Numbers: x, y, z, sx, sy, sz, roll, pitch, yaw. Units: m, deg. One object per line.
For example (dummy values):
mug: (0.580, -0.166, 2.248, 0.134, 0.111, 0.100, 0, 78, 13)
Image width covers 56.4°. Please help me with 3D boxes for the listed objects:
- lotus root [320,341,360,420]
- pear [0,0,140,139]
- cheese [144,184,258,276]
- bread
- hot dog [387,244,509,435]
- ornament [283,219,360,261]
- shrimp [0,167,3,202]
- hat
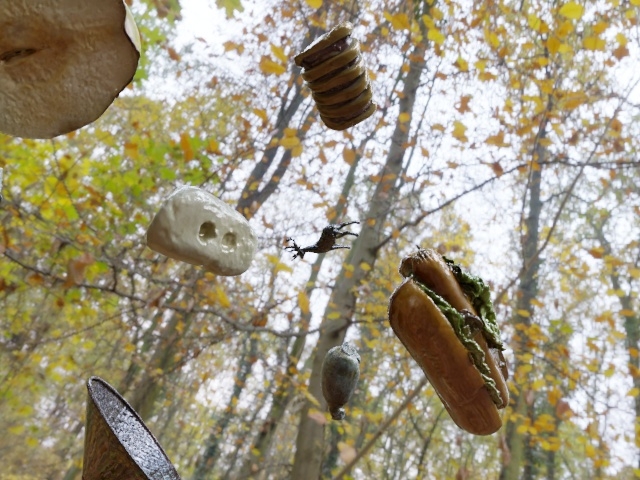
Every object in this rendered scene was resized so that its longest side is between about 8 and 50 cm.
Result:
lotus root: (0.038, 0.291, 1.249, 0.088, 0.088, 0.165, 11, -78, 13)
pear: (-0.555, -0.386, 1.175, 0.386, 0.191, 0.341, -13, -64, -11)
cheese: (-0.274, -0.022, 1.360, 0.251, 0.174, 0.248, 27, -5, 9)
bread: (0.037, -0.328, 1.226, 0.134, 0.081, 0.225, -24, -41, 6)
hot dog: (0.184, 0.136, 0.785, 0.100, 0.135, 0.337, -4, -45, 35)
ornament: (0.000, 0.000, 0.930, 0.125, 0.028, 0.073, -6, -34, -32)
shrimp: (-0.712, -0.232, 1.272, 0.068, 0.287, 0.185, 4, -16, -1)
hat: (-0.236, 0.254, 0.682, 0.193, 0.082, 0.193, 49, -14, 17)
